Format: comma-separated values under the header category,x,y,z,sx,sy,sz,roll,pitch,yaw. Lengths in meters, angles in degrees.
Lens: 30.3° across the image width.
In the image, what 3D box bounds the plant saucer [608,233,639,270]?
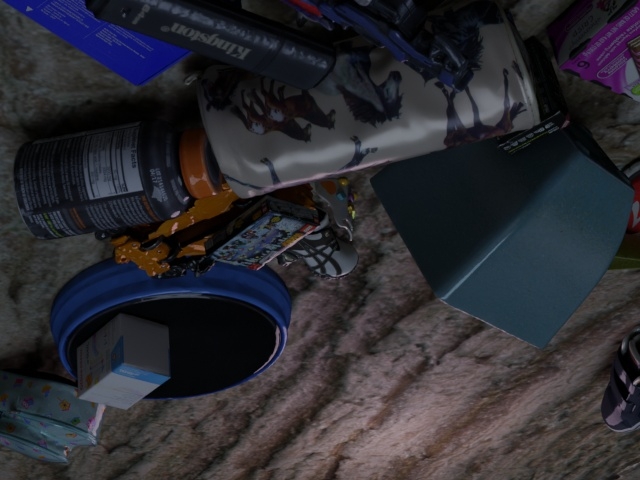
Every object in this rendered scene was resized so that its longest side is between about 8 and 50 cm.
category,x,y,z,sx,sy,sz,roll,pitch,yaw
plant saucer,0.424,0.017,1.836,0.188,0.045,0.188,6,171,-42

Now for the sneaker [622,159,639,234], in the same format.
category,x,y,z,sx,sy,sz,roll,pitch,yaw
sneaker,0.526,-0.074,1.716,0.107,0.118,0.279,11,146,-28

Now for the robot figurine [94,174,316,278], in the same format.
category,x,y,z,sx,sy,sz,roll,pitch,yaw
robot figurine,-0.166,-0.039,1.642,0.291,0.085,0.211,-22,145,18

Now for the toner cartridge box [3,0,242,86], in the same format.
category,x,y,z,sx,sy,sz,roll,pitch,yaw
toner cartridge box,-0.255,-0.301,1.228,0.165,0.075,0.347,-29,143,26

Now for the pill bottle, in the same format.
category,x,y,z,sx,sy,sz,roll,pitch,yaw
pill bottle,-0.251,-0.081,1.497,0.245,0.131,0.130,-9,148,10

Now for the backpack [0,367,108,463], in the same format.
category,x,y,z,sx,sy,sz,roll,pitch,yaw
backpack,-0.459,0.295,1.989,0.188,0.145,0.166,-4,151,29

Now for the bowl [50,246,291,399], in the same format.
category,x,y,z,sx,sy,sz,roll,pitch,yaw
bowl,-0.239,0.148,1.919,0.390,0.077,0.391,-6,147,-4

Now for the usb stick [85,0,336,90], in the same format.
category,x,y,z,sx,sy,sz,roll,pitch,yaw
usb stick,-0.110,-0.224,1.258,0.278,0.045,0.077,16,153,-29

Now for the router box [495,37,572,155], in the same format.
category,x,y,z,sx,sy,sz,roll,pitch,yaw
router box,0.254,-0.180,1.489,0.092,0.123,0.038,-28,147,27

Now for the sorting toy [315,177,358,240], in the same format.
category,x,y,z,sx,sy,sz,roll,pitch,yaw
sorting toy,0.031,-0.041,1.693,0.044,0.075,0.083,-18,147,14

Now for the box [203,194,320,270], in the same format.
category,x,y,z,sx,sy,sz,roll,pitch,yaw
box,-0.080,-0.008,1.607,0.094,0.027,0.137,15,142,-42

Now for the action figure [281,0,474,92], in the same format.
category,x,y,z,sx,sy,sz,roll,pitch,yaw
action figure,0.054,-0.315,1.168,0.341,0.178,0.330,37,148,3

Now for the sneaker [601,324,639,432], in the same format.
category,x,y,z,sx,sy,sz,roll,pitch,yaw
sneaker,0.602,0.244,2.225,0.127,0.126,0.321,6,134,-29

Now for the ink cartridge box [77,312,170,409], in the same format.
category,x,y,z,sx,sy,sz,roll,pitch,yaw
ink cartridge box,-0.307,0.191,1.812,0.089,0.092,0.143,21,136,-37

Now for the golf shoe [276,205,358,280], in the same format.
category,x,y,z,sx,sy,sz,roll,pitch,yaw
golf shoe,0.000,0.000,1.750,0.198,0.077,0.094,13,130,-45

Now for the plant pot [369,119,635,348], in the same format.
category,x,y,z,sx,sy,sz,roll,pitch,yaw
plant pot,0.268,-0.050,1.596,0.247,0.247,0.252,25,117,-41

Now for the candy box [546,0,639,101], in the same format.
category,x,y,z,sx,sy,sz,roll,pitch,yaw
candy box,0.422,-0.250,1.469,0.233,0.071,0.159,14,140,-32

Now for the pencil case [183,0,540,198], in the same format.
category,x,y,z,sx,sy,sz,roll,pitch,yaw
pencil case,0.046,-0.176,1.417,0.410,0.184,0.160,-14,180,9
